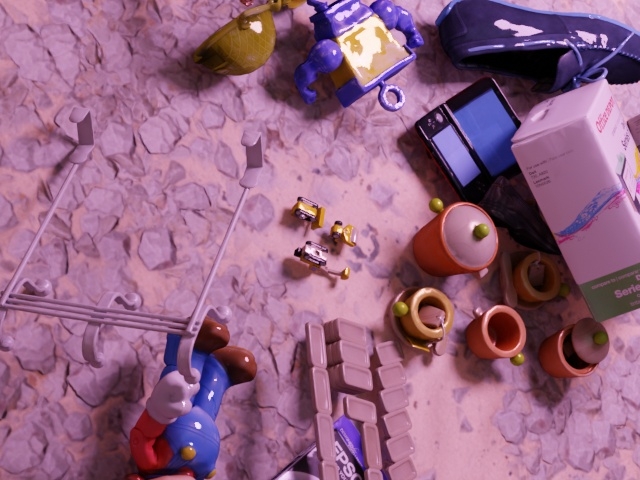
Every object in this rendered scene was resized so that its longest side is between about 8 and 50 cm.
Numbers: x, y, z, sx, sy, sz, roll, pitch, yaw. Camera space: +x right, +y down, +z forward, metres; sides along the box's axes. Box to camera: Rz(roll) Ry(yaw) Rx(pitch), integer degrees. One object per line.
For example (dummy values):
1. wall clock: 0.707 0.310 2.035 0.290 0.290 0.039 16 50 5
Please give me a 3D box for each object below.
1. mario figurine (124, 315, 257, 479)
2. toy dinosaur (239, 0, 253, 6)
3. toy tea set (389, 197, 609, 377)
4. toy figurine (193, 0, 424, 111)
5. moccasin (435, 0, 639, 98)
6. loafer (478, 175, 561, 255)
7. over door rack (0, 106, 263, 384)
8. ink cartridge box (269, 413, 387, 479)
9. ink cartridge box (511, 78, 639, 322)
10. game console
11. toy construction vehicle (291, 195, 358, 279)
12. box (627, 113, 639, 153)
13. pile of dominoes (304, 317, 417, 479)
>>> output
1. mario figurine: -0.137 0.255 1.598 0.198 0.170 0.321 27 62 -23
2. toy dinosaur: -0.116 -0.437 1.837 0.218 0.164 0.322 1 80 -19
3. toy tea set: 0.260 0.074 1.901 0.336 0.124 0.200 17 67 -24
4. toy figurine: 0.040 -0.255 1.846 0.362 0.191 0.217 -37 100 -31
5. moccasin: 0.324 -0.257 2.044 0.342 0.138 0.117 5 58 -15
6. loafer: 0.290 -0.030 1.966 0.170 0.062 0.061 32 77 -41
7. over door rack: -0.210 0.010 1.609 0.239 0.108 0.324 8 54 10
8. ink cartridge box: 0.036 0.340 1.722 0.208 0.045 0.206 -36 95 -45
9. ink cartridge box: 0.386 -0.060 1.947 0.278 0.117 0.201 63 25 -11
10. game console: 0.219 -0.137 1.959 0.144 0.085 0.124 57 37 -3
11. toy construction vehicle: 0.000 0.000 1.834 0.098 0.035 0.086 23 54 -25
12. box: 0.537 -0.116 2.104 0.038 0.145 0.186 -7 80 -29
13. pile of dominoes: 0.043 0.225 1.757 0.196 0.040 0.251 21 55 -47
